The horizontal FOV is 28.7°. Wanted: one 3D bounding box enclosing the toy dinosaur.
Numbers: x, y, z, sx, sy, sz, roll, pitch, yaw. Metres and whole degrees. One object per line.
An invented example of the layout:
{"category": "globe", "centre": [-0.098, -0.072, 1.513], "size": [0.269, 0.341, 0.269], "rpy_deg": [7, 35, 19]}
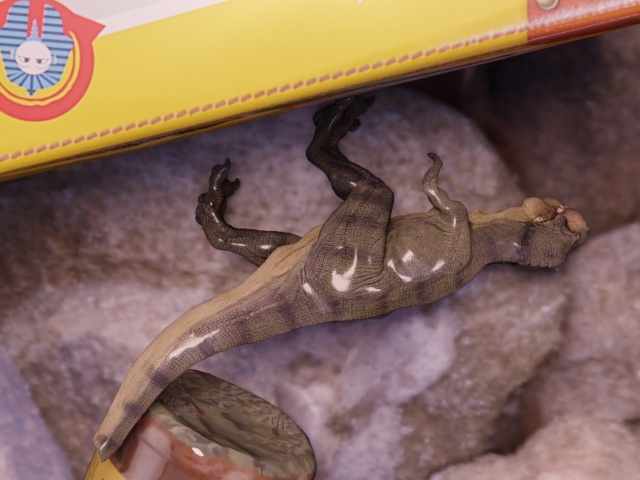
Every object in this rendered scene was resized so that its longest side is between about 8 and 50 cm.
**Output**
{"category": "toy dinosaur", "centre": [0.000, 0.000, 0.607], "size": [0.268, 0.064, 0.118], "rpy_deg": [-21, 64, -11]}

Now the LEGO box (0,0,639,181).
{"category": "LEGO box", "centre": [-0.150, -0.210, 0.512], "size": [0.500, 0.193, 0.372], "rpy_deg": [-14, 96, 5]}

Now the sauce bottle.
{"category": "sauce bottle", "centre": [-0.113, 0.237, 0.658], "size": [0.111, 0.111, 0.344], "rpy_deg": [23, 103, -2]}
